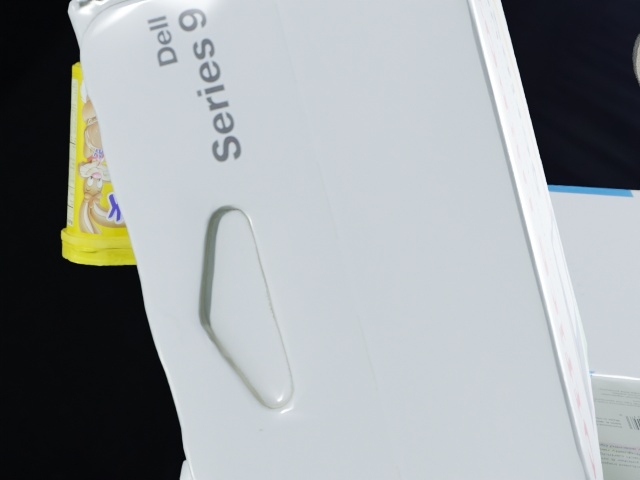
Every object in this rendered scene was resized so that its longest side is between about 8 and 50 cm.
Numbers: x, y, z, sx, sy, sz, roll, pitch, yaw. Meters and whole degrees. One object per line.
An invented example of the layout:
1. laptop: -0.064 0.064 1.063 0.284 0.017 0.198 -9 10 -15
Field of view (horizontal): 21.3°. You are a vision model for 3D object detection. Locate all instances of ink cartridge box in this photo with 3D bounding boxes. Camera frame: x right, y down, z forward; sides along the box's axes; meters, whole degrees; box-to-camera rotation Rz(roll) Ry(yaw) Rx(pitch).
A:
1. ink cartridge box: 0.252 0.088 1.376 0.233 0.171 0.168 60 -140 -53
2. ink cartridge box: 0.017 -0.005 0.468 0.093 0.154 0.212 -14 6 11

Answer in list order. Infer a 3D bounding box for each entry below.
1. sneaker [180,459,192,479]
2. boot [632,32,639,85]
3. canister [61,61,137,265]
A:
1. sneaker: -0.035 0.095 0.929 0.065 0.076 0.166 34 -125 -79
2. boot: 0.421 -0.084 1.323 0.138 0.377 0.284 -34 -10 -16
3. canister: -0.160 -0.068 1.487 0.126 0.073 0.170 -2 -79 -26
